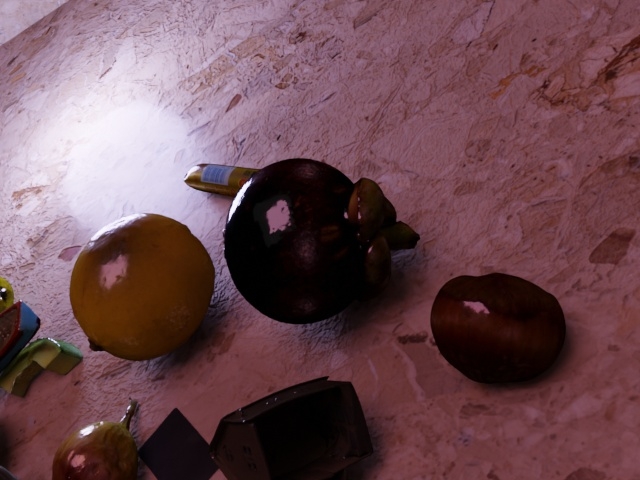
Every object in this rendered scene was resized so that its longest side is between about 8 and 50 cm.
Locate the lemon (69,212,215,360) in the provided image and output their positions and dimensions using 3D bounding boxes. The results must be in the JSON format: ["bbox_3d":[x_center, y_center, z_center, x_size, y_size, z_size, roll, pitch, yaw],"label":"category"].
[{"bbox_3d":[-0.357,0.093,1.682,0.297,0.297,0.297,-19,48,22],"label":"lemon"}]

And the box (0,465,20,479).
[{"bbox_3d":[-0.697,0.580,1.609,0.274,0.138,0.178,-37,24,9],"label":"box"}]

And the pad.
[{"bbox_3d":[-0.266,0.405,1.564,0.116,0.004,0.193,-48,43,-8],"label":"pad"}]

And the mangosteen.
[{"bbox_3d":[0.000,0.000,1.493,0.346,0.307,0.307,-2,54,14],"label":"mangosteen"}]

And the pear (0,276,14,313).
[{"bbox_3d":[-0.864,0.172,2.032,0.269,0.212,0.212,-23,46,25],"label":"pear"}]

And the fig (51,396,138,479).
[{"bbox_3d":[-0.409,0.395,1.596,0.159,0.159,0.257,-16,29,25],"label":"fig"}]

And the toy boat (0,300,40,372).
[{"bbox_3d":[-0.779,0.276,1.918,0.392,0.079,0.136,-38,44,26],"label":"toy boat"}]

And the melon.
[{"bbox_3d":[-0.644,0.283,1.892,0.209,0.064,0.118,-38,48,7],"label":"melon"}]

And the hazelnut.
[{"bbox_3d":[0.271,0.136,1.284,0.204,0.178,0.178,6,56,3],"label":"hazelnut"}]

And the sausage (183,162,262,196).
[{"bbox_3d":[-0.189,-0.134,1.886,0.371,0.082,0.082,9,63,41],"label":"sausage"}]

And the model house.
[{"bbox_3d":[-0.065,0.337,1.356,0.211,0.204,0.243,-15,2,-33],"label":"model house"}]
